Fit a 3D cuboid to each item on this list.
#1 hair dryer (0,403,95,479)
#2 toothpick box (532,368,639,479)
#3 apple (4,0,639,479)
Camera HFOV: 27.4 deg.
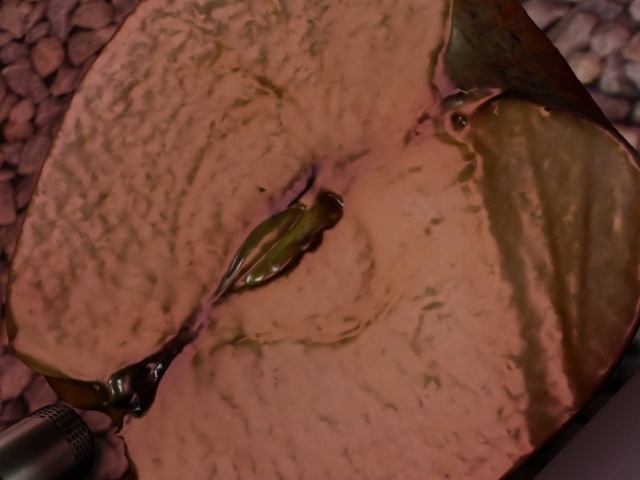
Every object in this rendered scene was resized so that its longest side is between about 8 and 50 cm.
[{"bbox_3d":[-0.268,0.257,0.803,0.156,0.320,0.284,22,100,15],"label":"hair dryer"},{"bbox_3d":[0.157,0.200,0.574,0.354,0.263,0.263,-46,52,3],"label":"toothpick box"},{"bbox_3d":[0.000,0.000,0.758,0.365,0.295,0.329,-45,26,5],"label":"apple"}]
